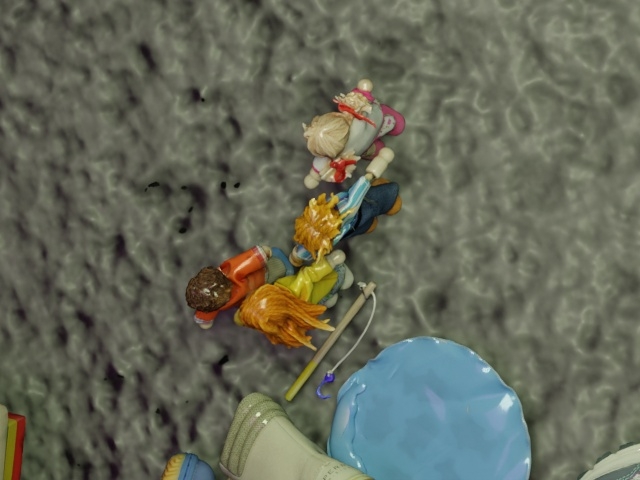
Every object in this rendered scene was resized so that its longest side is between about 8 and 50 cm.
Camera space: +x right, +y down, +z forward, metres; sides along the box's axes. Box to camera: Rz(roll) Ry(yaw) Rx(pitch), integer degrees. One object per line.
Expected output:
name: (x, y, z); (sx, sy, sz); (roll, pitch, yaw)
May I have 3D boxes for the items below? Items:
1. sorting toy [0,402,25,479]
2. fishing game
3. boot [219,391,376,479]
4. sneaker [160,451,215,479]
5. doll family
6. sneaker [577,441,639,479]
sorting toy: (-0.392, 0.244, 1.693); (0.255, 0.089, 0.257); (10, 101, 21)
fishing game: (0.095, 0.174, 1.576); (0.264, 0.041, 0.189); (38, 110, 19)
boot: (-0.015, 0.245, 1.602); (0.165, 0.077, 0.213); (36, 141, 36)
sneaker: (-0.100, 0.334, 1.652); (0.131, 0.112, 0.296); (6, 101, 3)
doll family: (0.000, 0.000, 1.524); (0.118, 0.163, 0.263); (41, 109, 13)
sneaker: (0.314, 0.225, 1.429); (0.283, 0.122, 0.110); (-8, 126, 24)
